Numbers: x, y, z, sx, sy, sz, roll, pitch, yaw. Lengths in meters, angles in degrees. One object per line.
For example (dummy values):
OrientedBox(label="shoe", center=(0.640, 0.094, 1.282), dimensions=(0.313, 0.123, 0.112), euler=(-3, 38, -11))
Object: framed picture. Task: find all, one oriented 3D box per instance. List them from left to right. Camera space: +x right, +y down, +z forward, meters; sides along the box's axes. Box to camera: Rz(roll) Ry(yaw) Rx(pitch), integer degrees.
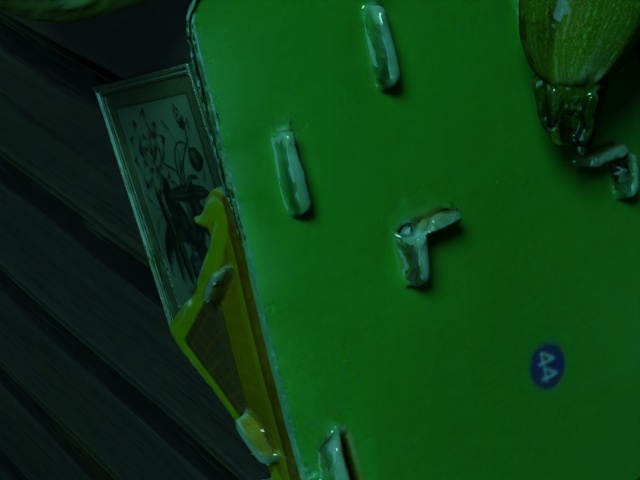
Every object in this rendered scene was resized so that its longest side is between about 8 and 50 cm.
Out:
OrientedBox(label="framed picture", center=(-0.114, -0.026, 0.998), dimensions=(0.173, 0.010, 0.231), euler=(-3, 107, 55))

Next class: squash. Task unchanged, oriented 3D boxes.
OrientedBox(label="squash", center=(0.129, -0.157, 0.481), dimensions=(0.066, 0.066, 0.252), euler=(39, 119, 36))

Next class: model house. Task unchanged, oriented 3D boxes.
OrientedBox(label="model house", center=(0.000, 0.000, 0.660), dimensions=(0.313, 0.242, 0.358), euler=(8, 117, 56))

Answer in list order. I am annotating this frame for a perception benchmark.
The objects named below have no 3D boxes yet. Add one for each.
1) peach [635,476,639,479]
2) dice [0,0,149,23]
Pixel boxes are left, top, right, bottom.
OrientedBox(label="peach", center=(0.219, 0.190, 0.497), dimensions=(0.251, 0.153, 0.251), euler=(7, 103, 31))
OrientedBox(label="dice", center=(-0.163, -0.256, 0.783), dimensions=(0.169, 0.169, 0.166), euler=(52, 144, 21))
